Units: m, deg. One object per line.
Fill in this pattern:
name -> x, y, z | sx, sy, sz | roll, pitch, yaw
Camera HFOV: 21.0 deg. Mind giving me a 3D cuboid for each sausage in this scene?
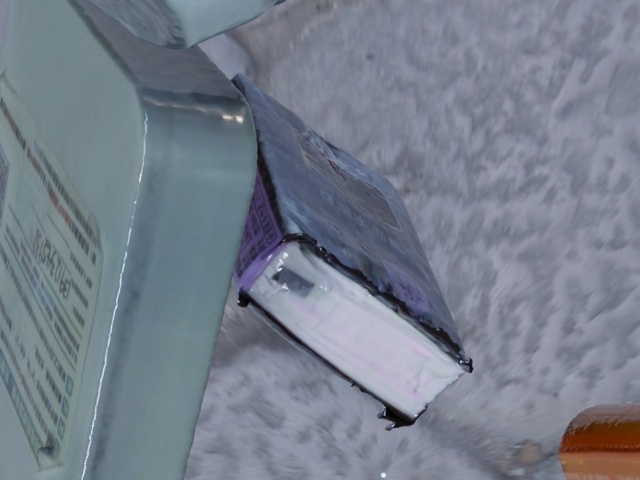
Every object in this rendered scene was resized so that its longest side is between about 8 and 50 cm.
sausage -> 0.291, 0.174, 1.386 | 0.093, 0.312, 0.093 | 2, 83, -14

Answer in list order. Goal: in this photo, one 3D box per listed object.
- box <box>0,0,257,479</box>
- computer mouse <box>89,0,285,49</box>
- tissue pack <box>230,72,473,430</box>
box -> -0.179, 0.016, 1.319 | 0.111, 0.396, 0.396 | 4, 114, -24
computer mouse -> -0.105, -0.154, 0.626 | 0.231, 0.128, 0.079 | 34, 78, -2
tissue pack -> 0.000, 0.000, 1.766 | 0.259, 0.361, 0.122 | 38, 108, -27
